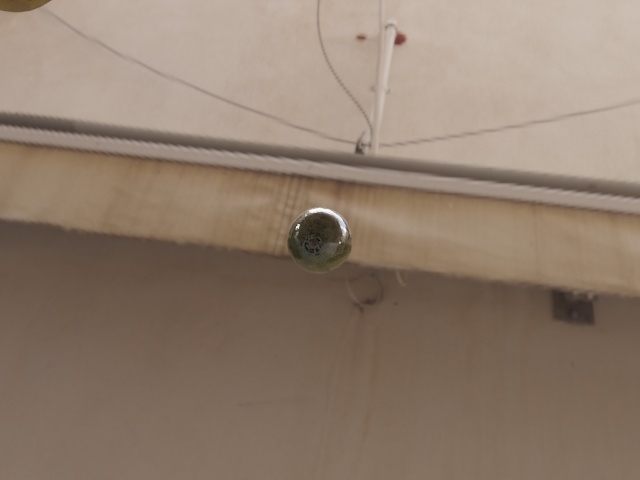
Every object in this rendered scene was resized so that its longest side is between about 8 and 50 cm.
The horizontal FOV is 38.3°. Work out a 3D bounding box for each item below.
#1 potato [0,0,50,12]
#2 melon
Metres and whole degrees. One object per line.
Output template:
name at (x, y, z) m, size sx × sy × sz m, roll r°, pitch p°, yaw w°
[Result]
potato at (-0.237, -0.275, 0.749) m, size 0.137 × 0.137 × 0.176 m, roll 4°, pitch -81°, yaw 7°
melon at (0.000, 0.000, 1.354) m, size 0.098 × 0.130 × 0.098 m, roll 0°, pitch -89°, yaw 11°
